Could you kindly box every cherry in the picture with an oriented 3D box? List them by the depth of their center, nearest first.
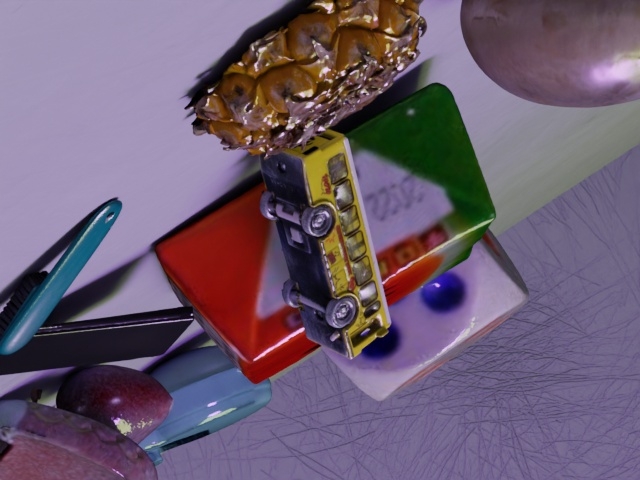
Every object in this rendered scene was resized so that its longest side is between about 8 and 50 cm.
[{"bbox_3d":[-0.255,0.192,2.161,0.188,0.148,0.115,92,6,-55],"label":"cherry"}]

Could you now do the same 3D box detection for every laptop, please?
[{"bbox_3d":[-0.234,0.102,1.797,0.197,0.016,0.135,-5,161,-24],"label":"laptop"}]

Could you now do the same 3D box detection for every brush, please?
[{"bbox_3d":[-0.230,0.027,1.552,0.193,0.032,0.043,-52,160,27],"label":"brush"}]

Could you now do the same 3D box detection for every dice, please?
[{"bbox_3d":[0.111,0.055,2.405,0.251,0.243,0.259,-36,175,10],"label":"dice"}]

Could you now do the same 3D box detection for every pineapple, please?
[{"bbox_3d":[-0.002,-0.128,1.390,0.225,0.076,0.225,-36,174,-4],"label":"pineapple"}]

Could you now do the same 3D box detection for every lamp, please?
[{"bbox_3d":[-0.196,0.245,2.587,0.284,0.147,0.209,-42,172,-10],"label":"lamp"}]

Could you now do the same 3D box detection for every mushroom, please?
[{"bbox_3d":[0.230,-0.207,1.560,0.227,0.178,0.226,-11,-158,4],"label":"mushroom"}]

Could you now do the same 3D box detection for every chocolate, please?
[{"bbox_3d":[0.012,0.007,1.950,0.341,0.161,0.360,-31,172,-5],"label":"chocolate"}]

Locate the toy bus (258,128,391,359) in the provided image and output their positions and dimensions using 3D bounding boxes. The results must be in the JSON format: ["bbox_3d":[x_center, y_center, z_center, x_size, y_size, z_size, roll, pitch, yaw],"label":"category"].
[{"bbox_3d":[0.000,0.000,1.693,0.074,0.226,0.081,-34,-145,-30],"label":"toy bus"}]

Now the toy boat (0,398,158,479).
[{"bbox_3d":[-0.292,0.246,2.094,0.155,0.227,0.085,-44,-154,43],"label":"toy boat"}]
